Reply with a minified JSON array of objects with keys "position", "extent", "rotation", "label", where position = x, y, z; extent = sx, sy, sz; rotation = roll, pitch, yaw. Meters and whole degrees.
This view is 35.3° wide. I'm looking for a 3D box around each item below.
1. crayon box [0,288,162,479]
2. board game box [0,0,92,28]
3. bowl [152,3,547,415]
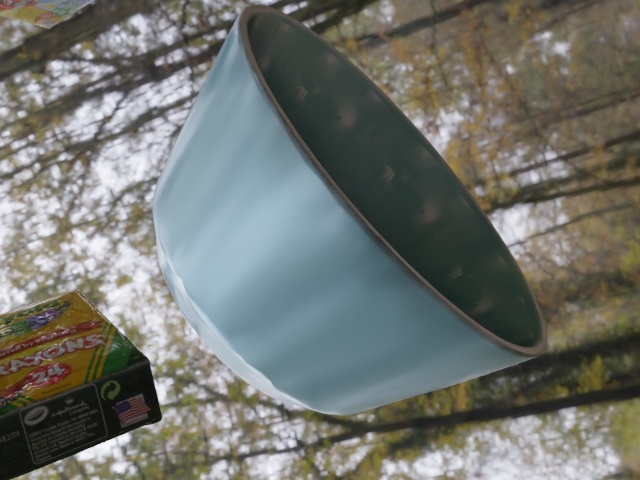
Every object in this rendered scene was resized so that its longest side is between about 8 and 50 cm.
[{"position":[-0.338,0.150,1.170],"extent":[0.202,0.318,0.081],"rotation":[-20,-67,-25],"label":"crayon box"},{"position":[-0.264,-0.252,0.979],"extent":[0.026,0.103,0.154],"rotation":[63,-167,1],"label":"board game box"},{"position":[0.000,0.000,0.724],"extent":[0.311,0.163,0.311],"rotation":[44,-160,-20],"label":"bowl"}]
